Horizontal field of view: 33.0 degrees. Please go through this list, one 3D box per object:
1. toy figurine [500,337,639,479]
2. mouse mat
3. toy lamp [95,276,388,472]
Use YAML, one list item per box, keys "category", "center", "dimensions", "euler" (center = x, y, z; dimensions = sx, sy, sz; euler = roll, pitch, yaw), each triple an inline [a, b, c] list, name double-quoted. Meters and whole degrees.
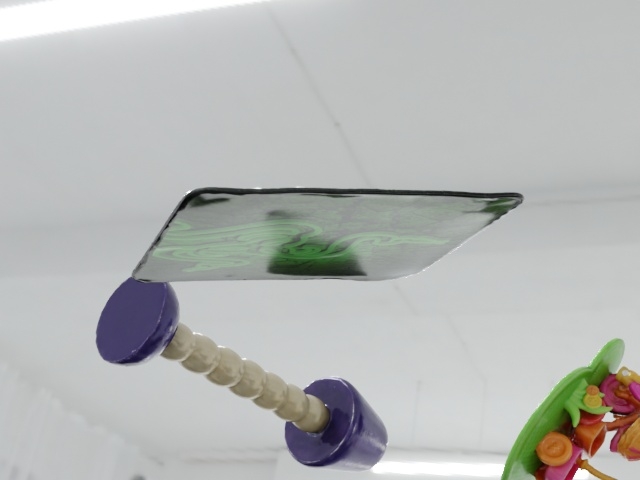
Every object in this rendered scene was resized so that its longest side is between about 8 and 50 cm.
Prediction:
- category: "toy figurine"
  center: [0.262, 0.184, 0.880]
  dimensions: [0.159, 0.173, 0.130]
  euler: [33, -27, 30]
- category: "mouse mat"
  center: [0.000, 0.000, 0.606]
  dimensions: [0.189, 0.007, 0.152]
  euler: [1, -19, -21]
- category: "toy lamp"
  center: [-0.046, 0.111, 0.826]
  dimensions: [0.080, 0.080, 0.274]
  euler: [-15, -38, 37]
